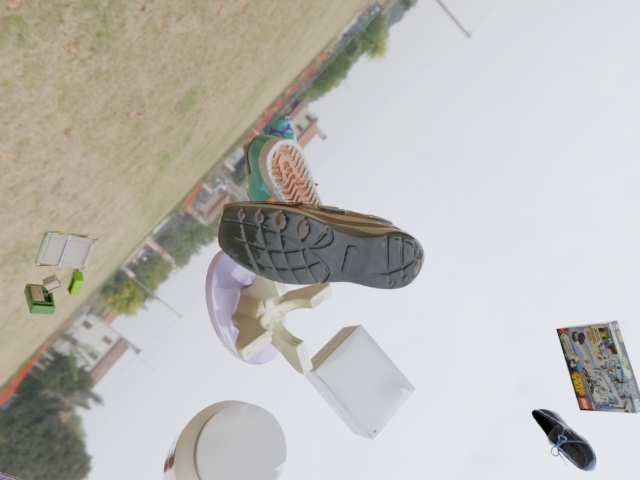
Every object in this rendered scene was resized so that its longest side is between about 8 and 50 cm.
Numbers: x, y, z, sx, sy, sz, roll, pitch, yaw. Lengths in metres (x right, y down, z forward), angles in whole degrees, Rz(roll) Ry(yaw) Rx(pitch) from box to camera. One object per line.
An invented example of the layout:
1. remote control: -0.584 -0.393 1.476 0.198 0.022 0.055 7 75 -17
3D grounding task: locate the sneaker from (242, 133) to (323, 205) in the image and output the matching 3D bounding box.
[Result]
1. sneaker: -0.065 -0.063 0.924 0.108 0.302 0.121 -30 -145 -25

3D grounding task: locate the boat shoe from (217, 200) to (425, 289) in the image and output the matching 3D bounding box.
1. boat shoe: 0.000 0.000 0.779 0.120 0.324 0.122 -105 -150 -64

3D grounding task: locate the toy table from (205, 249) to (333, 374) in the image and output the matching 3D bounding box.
1. toy table: -0.113 0.147 1.004 0.161 0.274 0.252 3 -141 45

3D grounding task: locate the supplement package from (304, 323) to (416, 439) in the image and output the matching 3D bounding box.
1. supplement package: 0.110 0.417 1.460 0.204 0.261 0.145 -41 -177 -23

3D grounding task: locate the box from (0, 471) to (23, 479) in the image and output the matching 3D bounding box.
1. box: -0.298 0.354 0.415 0.117 0.214 0.242 115 -5 -85

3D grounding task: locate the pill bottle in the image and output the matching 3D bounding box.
1. pill bottle: -0.213 0.484 1.071 0.229 0.229 0.407 -57 -178 -35

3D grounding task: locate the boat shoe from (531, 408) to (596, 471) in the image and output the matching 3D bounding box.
1. boat shoe: 0.753 0.630 1.536 0.258 0.089 0.108 -129 -125 -77

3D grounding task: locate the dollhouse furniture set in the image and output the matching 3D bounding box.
1. dollhouse furniture set: -0.402 0.037 0.743 0.058 0.076 0.151 46 -66 41

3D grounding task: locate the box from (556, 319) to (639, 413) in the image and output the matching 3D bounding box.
1. box: 0.440 0.200 0.771 0.027 0.136 0.094 -7 169 -31

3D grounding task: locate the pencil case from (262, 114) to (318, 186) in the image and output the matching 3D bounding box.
1. pencil case: -0.062 -0.171 0.987 0.070 0.151 0.064 -15 171 -36
